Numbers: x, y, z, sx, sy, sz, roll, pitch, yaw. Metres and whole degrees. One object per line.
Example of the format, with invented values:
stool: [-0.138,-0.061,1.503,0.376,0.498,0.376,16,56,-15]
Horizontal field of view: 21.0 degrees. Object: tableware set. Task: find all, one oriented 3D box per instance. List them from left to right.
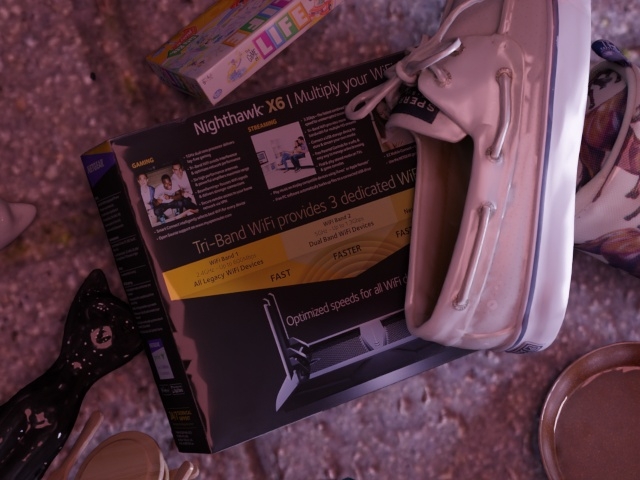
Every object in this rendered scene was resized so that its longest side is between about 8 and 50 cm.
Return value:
tableware set: [-0.174,0.234,1.299,0.039,0.128,0.194,42,75,-43]

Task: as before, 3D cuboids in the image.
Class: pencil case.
pencil case: [0.367,-0.016,1.403,0.410,0.160,0.184,21,42,-15]

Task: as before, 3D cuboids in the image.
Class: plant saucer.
plant saucer: [0.261,0.166,1.419,0.168,0.029,0.168,1,69,-2]

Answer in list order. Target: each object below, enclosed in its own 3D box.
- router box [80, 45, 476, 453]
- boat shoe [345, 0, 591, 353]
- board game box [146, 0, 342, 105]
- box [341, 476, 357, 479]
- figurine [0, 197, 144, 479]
router box: [0.000,0.000,1.336,0.308,0.081,0.243,-18,92,-24]
boat shoe: [0.099,-0.101,1.285,0.156,0.136,0.367,3,92,-21]
board game box: [-0.052,-0.170,1.343,0.154,0.103,0.026,-40,119,-13]
box: [-0.050,0.290,1.342,0.244,0.060,0.101,-29,95,-14]
figurine: [-0.253,0.071,1.299,0.215,0.092,0.209,42,70,-8]
